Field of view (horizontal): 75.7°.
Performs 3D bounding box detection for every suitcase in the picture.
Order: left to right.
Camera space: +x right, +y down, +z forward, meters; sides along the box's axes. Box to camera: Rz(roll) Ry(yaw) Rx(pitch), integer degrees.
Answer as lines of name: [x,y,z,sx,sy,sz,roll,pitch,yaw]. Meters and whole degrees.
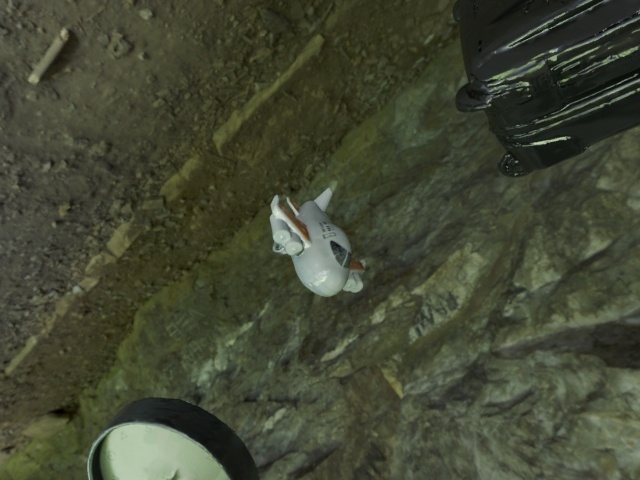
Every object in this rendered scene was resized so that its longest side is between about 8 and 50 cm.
suitcase: [0.340,-0.283,0.494,0.339,0.188,0.345,-21,-140,37]

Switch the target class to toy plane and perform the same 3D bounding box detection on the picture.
toy plane: [0.000,0.000,0.761,0.117,0.245,0.244,-41,177,18]

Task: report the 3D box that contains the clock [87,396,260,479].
clock: [-0.233,0.381,0.647,0.280,0.281,0.055,-41,-177,20]
